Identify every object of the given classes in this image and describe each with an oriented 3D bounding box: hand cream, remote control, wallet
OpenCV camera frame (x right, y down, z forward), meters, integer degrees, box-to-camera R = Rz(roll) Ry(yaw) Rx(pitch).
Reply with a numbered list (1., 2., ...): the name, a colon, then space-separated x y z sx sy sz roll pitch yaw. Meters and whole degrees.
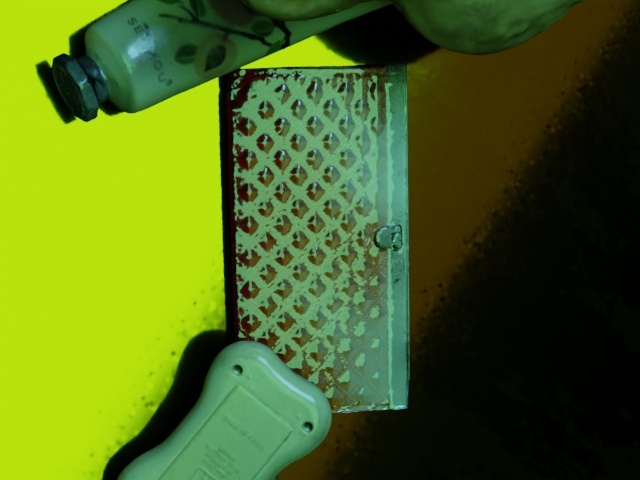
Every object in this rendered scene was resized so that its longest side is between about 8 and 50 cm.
1. hand cream: -0.035 -0.130 0.866 0.234 0.050 0.080 -30 98 -21
2. remote control: -0.052 0.116 0.863 0.074 0.032 0.122 40 92 -2
3. wallet: 0.000 0.000 0.892 0.103 0.020 0.196 -2 95 -14

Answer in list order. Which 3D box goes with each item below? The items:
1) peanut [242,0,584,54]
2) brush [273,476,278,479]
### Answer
1. peanut: 0.058 -0.168 0.832 0.253 0.122 0.137 2 85 -28
2. brush: -0.068 0.252 0.879 0.062 0.027 0.266 16 87 -15
